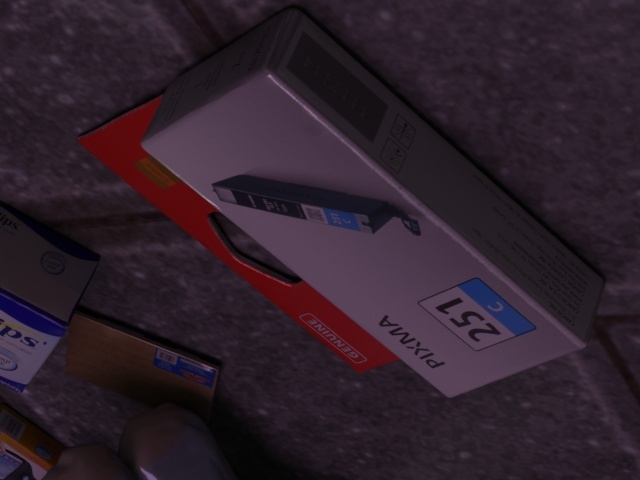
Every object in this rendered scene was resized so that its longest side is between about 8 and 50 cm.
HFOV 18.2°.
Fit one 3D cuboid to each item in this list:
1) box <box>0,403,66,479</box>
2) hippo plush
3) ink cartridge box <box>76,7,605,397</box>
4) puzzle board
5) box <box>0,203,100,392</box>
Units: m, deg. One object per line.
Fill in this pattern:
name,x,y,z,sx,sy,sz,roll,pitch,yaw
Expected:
box,-0.296,0.196,1.826,0.081,0.028,0.136,38,141,-21
hippo plush,-0.146,0.253,1.703,0.236,0.294,0.234,-6,100,65
ink cartridge box,0.000,0.000,1.356,0.296,0.066,0.261,40,141,-22
puzzle board,-0.146,0.103,1.627,0.128,0.011,0.096,21,145,3
box,-0.256,0.039,1.551,0.126,0.072,0.137,29,145,-9
